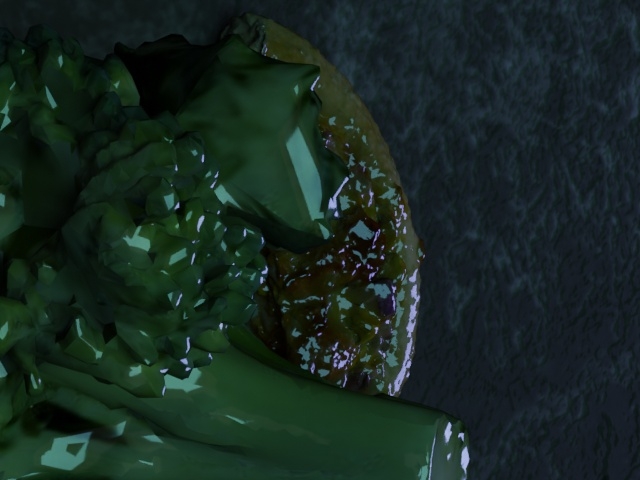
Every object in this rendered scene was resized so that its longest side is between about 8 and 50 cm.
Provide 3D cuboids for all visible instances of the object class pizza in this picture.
[{"bbox_3d":[0.000,0.000,0.923,0.127,0.058,0.246,-10,100,-28],"label":"pizza"}]

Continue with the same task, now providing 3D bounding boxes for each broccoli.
[{"bbox_3d":[-0.109,0.080,0.738,0.317,0.277,0.338,-20,79,10],"label":"broccoli"}]
